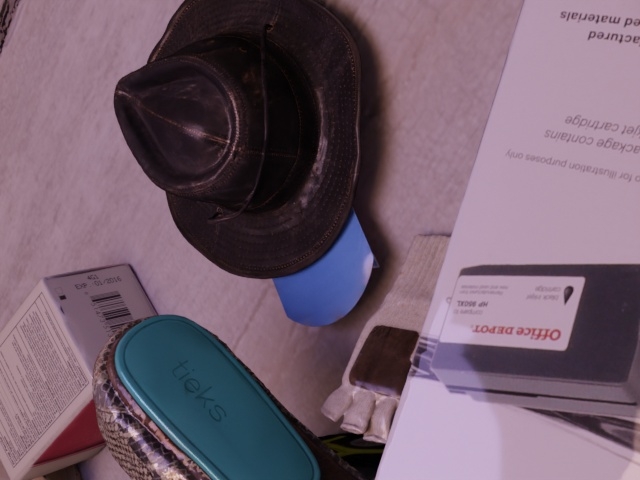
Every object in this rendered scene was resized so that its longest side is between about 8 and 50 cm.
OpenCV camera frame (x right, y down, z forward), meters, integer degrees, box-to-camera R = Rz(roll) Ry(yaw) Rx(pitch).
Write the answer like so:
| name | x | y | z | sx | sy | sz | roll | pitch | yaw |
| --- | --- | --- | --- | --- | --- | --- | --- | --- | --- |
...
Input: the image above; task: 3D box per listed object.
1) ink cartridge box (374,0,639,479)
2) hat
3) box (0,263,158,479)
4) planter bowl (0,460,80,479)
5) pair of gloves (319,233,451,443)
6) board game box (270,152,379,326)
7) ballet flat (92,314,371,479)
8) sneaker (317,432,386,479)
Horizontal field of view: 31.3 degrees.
| name | x | y | z | sx | sy | sz | roll | pitch | yaw |
| --- | --- | --- | --- | --- | --- | --- | --- | --- | --- |
| ink cartridge box | 0.199 | 0.082 | 0.707 | 0.166 | 0.285 | 0.394 | 16 | 87 | 38 |
| hat | -0.113 | -0.114 | 1.109 | 0.331 | 0.134 | 0.331 | 5 | 97 | 45 |
| box | -0.292 | 0.155 | 1.336 | 0.232 | 0.127 | 0.148 | -45 | 68 | 37 |
| planter bowl | -0.371 | 0.305 | 1.428 | 0.109 | 0.162 | 0.162 | -37 | 71 | 11 |
| pair of gloves | 0.131 | 0.098 | 0.943 | 0.240 | 0.042 | 0.204 | 18 | 73 | 38 |
| board game box | 0.000 | 0.000 | 1.117 | 0.133 | 0.033 | 0.168 | -40 | 64 | 39 |
| ballet flat | -0.014 | 0.257 | 0.933 | 0.483 | 0.164 | 0.182 | 40 | 141 | 25 |
| sneaker | 0.076 | 0.262 | 1.021 | 0.385 | 0.145 | 0.147 | 3 | 98 | 42 |
